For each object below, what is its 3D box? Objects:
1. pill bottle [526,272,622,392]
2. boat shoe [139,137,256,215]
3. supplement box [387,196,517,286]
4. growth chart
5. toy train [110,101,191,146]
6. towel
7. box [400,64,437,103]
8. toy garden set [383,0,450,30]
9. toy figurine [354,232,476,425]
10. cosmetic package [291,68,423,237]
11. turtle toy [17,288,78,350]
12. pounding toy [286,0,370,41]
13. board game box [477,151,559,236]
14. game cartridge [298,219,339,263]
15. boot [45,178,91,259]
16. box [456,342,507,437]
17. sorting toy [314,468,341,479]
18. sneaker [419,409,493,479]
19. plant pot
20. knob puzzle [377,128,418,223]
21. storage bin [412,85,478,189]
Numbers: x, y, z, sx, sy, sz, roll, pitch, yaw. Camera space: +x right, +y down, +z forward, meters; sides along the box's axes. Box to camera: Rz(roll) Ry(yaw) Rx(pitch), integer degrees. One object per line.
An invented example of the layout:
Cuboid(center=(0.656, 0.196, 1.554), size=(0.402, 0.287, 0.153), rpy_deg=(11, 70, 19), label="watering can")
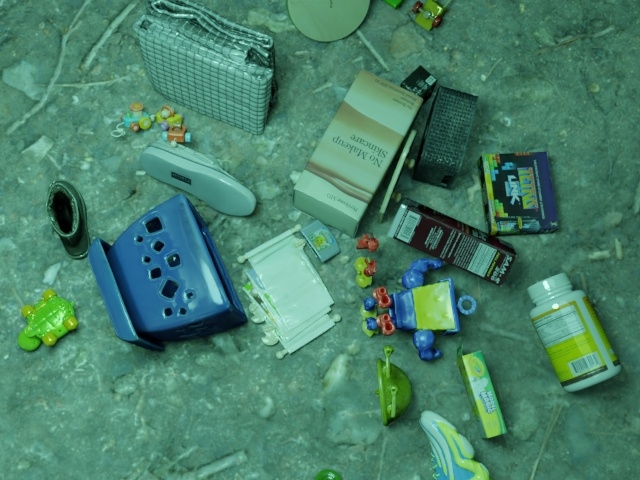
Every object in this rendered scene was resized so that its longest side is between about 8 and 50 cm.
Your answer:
Cuboid(center=(0.482, 0.175, 1.516), size=(0.117, 0.117, 0.214), rpy_deg=(-20, 76, -7), label="pill bottle")
Cuboid(center=(-0.236, -0.139, 1.591), size=(0.258, 0.095, 0.084), rpy_deg=(28, 50, 4), label="boat shoe")
Cuboid(center=(0.257, -0.001, 1.544), size=(0.240, 0.130, 0.073), rpy_deg=(25, 102, 4), label="supplement box")
Cuboid(center=(-0.069, 0.102, 1.567), size=(0.172, 0.021, 0.237), rpy_deg=(-24, 77, -8), label="growth chart")
Cuboid(center=(-0.341, -0.244, 1.610), size=(0.166, 0.046, 0.125), rpy_deg=(6, 34, 3), label="toy train")
Cuboid(center=(-0.217, -0.358, 1.583), size=(0.284, 0.235, 0.121), rpy_deg=(22, 69, 4), label="towel")
Cuboid(center=(0.203, -0.318, 1.662), size=(0.052, 0.083, 0.062), rpy_deg=(44, 77, 8), label="box")
Cuboid(center=(0.236, -0.596, 1.762), size=(0.204, 0.049, 0.244), rpy_deg=(39, 76, 10), label="toy garden set")
Cuboid(center=(0.201, 0.154, 1.484), size=(0.217, 0.191, 0.362), rpy_deg=(-5, 76, -8), label="toy figurine")
Cuboid(center=(0.074, -0.176, 1.594), size=(0.153, 0.129, 0.296), rpy_deg=(26, 75, 4), label="cosmetic package")
Cuboid(center=(-0.527, 0.161, 1.510), size=(0.130, 0.066, 0.095), rpy_deg=(-38, 79, -11), label="turtle toy")
Cuboid(center=(0.016, -0.560, 1.700), size=(0.183, 0.110, 0.236), rpy_deg=(14, 116, -24), label="pounding toy")
Cuboid(center=(0.407, -0.096, 1.626), size=(0.141, 0.048, 0.170), rpy_deg=(-4, 75, -2), label="board game box")
Cuboid(center=(0.000, 0.000, 1.593), size=(0.056, 0.017, 0.083), rpy_deg=(-31, 81, -32), label="game cartridge")
Cuboid(center=(-0.493, -0.064, 1.500), size=(0.076, 0.208, 0.189), rpy_deg=(-24, 77, -9), label="boot")
Cuboid(center=(0.300, 0.281, 1.486), size=(0.043, 0.105, 0.179), rpy_deg=(-17, 76, 0), label="box")
Cuboid(center=(0.034, 0.474, 1.462), size=(0.102, 0.042, 0.061), rpy_deg=(25, 59, 17), label="sorting toy")
Cuboid(center=(0.240, 0.436, 1.449), size=(0.126, 0.091, 0.240), rpy_deg=(-38, 80, -11), label="sneaker")
Cuboid(center=(-0.287, 0.078, 1.462), size=(0.212, 0.236, 0.235), rpy_deg=(-23, 77, -3), label="plant pot")
Cuboid(center=(0.164, -0.134, 1.552), size=(0.030, 0.213, 0.213), rpy_deg=(22, 75, 5), label="knob puzzle")
Cuboid(center=(0.255, -0.210, 1.613), size=(0.084, 0.122, 0.180), rpy_deg=(15, 74, 2), label="storage bin")
